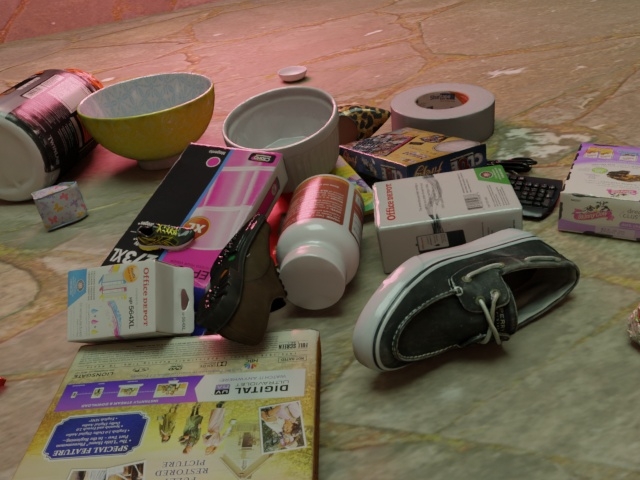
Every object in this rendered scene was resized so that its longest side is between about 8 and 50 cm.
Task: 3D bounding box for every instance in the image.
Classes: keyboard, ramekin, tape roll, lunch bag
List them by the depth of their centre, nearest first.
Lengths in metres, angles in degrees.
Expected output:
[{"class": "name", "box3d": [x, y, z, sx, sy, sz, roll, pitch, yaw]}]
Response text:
[{"class": "ramekin", "box3d": [-0.061, -0.177, 1.130, 0.207, 0.109, 0.207, -8, 42, 8]}, {"class": "keyboard", "box3d": [0.272, -0.114, 1.143, 0.317, 0.033, 0.201, 11, 36, 26]}, {"class": "lunch bag", "box3d": [-0.492, -0.068, 1.199, 0.083, 0.071, 0.053, -24, 31, -21]}, {"class": "tape roll", "box3d": [0.261, -0.269, 1.357, 0.219, 0.072, 0.219, -6, 32, 4]}]

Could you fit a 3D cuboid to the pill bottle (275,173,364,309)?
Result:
[{"class": "pill bottle", "box3d": [0.000, 0.000, 0.930, 0.121, 0.121, 0.216, -2, 32, 9]}]

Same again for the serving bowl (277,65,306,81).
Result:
[{"class": "serving bowl", "box3d": [-0.079, -0.473, 1.805, 0.083, 0.027, 0.083, -5, 31, 3]}]

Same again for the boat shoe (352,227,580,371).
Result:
[{"class": "boat shoe", "box3d": [0.191, 0.069, 0.773, 0.335, 0.121, 0.119, -25, 31, -30]}]

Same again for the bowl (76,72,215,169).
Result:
[{"class": "bowl", "box3d": [-0.362, -0.247, 1.380, 0.289, 0.156, 0.289, -5, 32, 3]}]

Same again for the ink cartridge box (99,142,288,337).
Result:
[{"class": "ink cartridge box", "box3d": [-0.195, -0.001, 0.940, 0.175, 0.069, 0.371, 9, 52, 18]}]

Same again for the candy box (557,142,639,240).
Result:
[{"class": "candy box", "box3d": [0.480, -0.080, 1.001, 0.164, 0.070, 0.196, 11, 35, 27]}]

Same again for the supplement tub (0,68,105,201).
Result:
[{"class": "supplement tub", "box3d": [-0.607, -0.247, 1.387, 0.207, 0.207, 0.338, -1, 31, 12]}]

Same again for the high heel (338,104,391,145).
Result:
[{"class": "high heel", "box3d": [0.015, -0.190, 1.254, 0.261, 0.093, 0.186, -16, 25, 14]}]

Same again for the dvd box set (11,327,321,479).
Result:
[{"class": "dvd box set", "box3d": [-0.152, 0.250, 0.617, 0.307, 0.062, 0.420, -5, 31, 4]}]

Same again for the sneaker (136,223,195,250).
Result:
[{"class": "sneaker", "box3d": [-0.217, -0.007, 0.879, 0.083, 0.035, 0.031, -9, 47, 2]}]

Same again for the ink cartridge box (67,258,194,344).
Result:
[{"class": "ink cartridge box", "box3d": [-0.233, 0.079, 0.803, 0.143, 0.092, 0.090, -9, -14, 16]}]

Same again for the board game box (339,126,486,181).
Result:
[{"class": "board game box", "box3d": [0.160, -0.156, 1.156, 0.165, 0.042, 0.243, -17, 23, -21]}]

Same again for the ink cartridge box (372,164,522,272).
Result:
[{"class": "ink cartridge box", "box3d": [0.189, -0.035, 0.969, 0.208, 0.087, 0.153, -7, 31, 8]}]

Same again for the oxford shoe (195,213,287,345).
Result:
[{"class": "oxford shoe", "box3d": [-0.089, 0.051, 0.810, 0.083, 0.096, 0.227, -42, 23, 31]}]

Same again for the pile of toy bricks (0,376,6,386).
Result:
[{"class": "pile of toy bricks", "box3d": [-0.527, 0.176, 0.804, 0.212, 0.118, 0.105, 15, 76, 16]}]

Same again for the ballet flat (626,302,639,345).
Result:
[{"class": "ballet flat", "box3d": [0.450, 0.121, 0.677, 0.091, 0.077, 0.241, -31, 39, -34]}]

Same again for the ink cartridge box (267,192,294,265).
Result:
[{"class": "ink cartridge box", "box3d": [-0.147, -0.043, 1.095, 0.238, 0.060, 0.275, -6, 31, 6]}]

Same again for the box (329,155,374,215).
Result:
[{"class": "box", "box3d": [0.026, -0.085, 1.127, 0.105, 0.043, 0.179, -17, 37, -15]}]
